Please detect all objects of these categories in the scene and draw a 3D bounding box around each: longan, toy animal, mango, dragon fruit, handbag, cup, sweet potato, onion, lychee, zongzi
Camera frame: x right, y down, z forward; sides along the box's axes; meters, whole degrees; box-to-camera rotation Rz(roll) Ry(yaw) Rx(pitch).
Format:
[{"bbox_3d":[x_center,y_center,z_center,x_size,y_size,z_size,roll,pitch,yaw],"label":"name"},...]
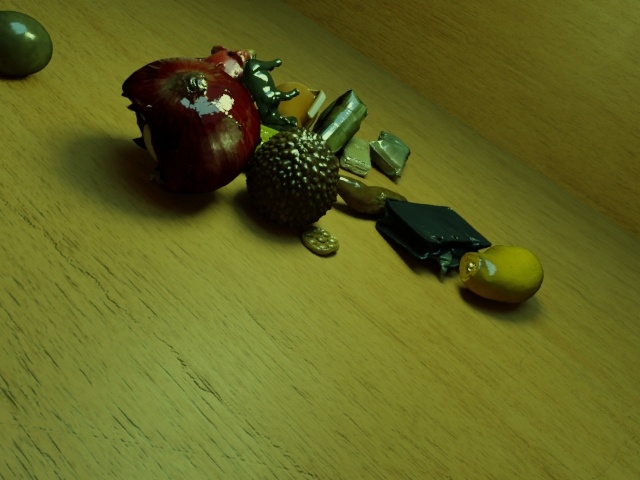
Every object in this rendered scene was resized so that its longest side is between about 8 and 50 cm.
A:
[{"bbox_3d":[-0.804,-0.508,1.396,0.204,0.159,0.185,-6,7,14],"label":"longan"},{"bbox_3d":[-0.154,-0.443,1.633,0.146,0.114,0.245,-34,88,-41],"label":"toy animal"},{"bbox_3d":[0.547,0.102,1.598,0.359,0.144,0.187,-8,61,-43],"label":"mango"},{"bbox_3d":[-0.298,-0.484,1.707,0.243,0.227,0.308,14,56,-42],"label":"dragon fruit"},{"bbox_3d":[0.354,-0.011,1.646,0.325,0.118,0.269,2,32,-37],"label":"handbag"},{"bbox_3d":[-0.093,-0.419,1.810,0.182,0.226,0.264,55,27,-27],"label":"cup"},{"bbox_3d":[0.159,-0.126,1.675,0.354,0.095,0.106,16,51,-37],"label":"sweet potato"},{"bbox_3d":[-0.301,-0.271,1.296,0.341,0.341,0.341,21,31,-13],"label":"onion"},{"bbox_3d":[0.266,-0.344,2.080,0.182,0.117,0.270,47,28,-7],"label":"handbag"},{"bbox_3d":[-0.065,-0.171,1.398,0.267,0.268,0.268,21,31,-13],"label":"lychee"},{"bbox_3d":[0.011,-0.385,1.964,0.138,0.300,0.286,46,66,-18],"label":"zongzi"}]

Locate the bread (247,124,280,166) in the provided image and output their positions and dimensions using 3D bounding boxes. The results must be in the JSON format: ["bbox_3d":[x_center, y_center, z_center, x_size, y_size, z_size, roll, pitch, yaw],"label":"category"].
[{"bbox_3d":[-0.196,-0.276,1.586,0.383,0.112,0.166,17,34,-23],"label":"bread"}]

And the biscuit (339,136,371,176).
[{"bbox_3d":[0.123,-0.322,1.979,0.108,0.062,0.239,21,30,-13],"label":"biscuit"}]

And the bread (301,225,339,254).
[{"bbox_3d":[0.000,0.000,1.416,0.110,0.024,0.110,21,29,-12],"label":"bread"}]
